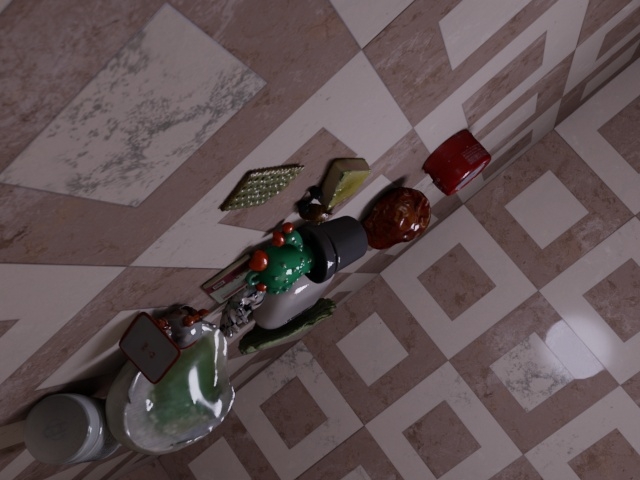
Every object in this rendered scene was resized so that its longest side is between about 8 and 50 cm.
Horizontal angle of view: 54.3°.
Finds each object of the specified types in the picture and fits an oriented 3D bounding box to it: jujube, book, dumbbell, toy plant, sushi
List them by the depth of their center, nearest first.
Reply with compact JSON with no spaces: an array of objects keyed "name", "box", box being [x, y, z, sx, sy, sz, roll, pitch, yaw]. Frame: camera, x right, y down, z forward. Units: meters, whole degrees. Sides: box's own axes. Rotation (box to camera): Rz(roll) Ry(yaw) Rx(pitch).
[{"name":"dumbbell","box":[-0.029,-0.111,1.713,0.083,0.036,0.040,-46,164,32]},{"name":"sushi","box":[-0.014,-0.077,1.765,0.060,0.118,0.062,12,97,-42]},{"name":"book","box":[-0.265,0.119,1.892,0.162,0.022,0.232,-35,167,-7]},{"name":"toy plant","box":[-0.052,0.055,1.902,0.400,0.186,0.279,-22,169,-34]},{"name":"jujube","box":[0.269,-0.068,2.337,0.216,0.216,0.342,-31,177,-28]}]

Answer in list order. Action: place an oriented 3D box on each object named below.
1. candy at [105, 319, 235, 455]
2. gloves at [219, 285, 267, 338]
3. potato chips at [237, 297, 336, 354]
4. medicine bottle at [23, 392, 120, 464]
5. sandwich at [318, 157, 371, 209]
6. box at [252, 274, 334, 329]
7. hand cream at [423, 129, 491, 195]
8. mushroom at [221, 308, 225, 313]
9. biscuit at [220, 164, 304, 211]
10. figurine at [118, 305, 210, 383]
[{"name":"candy","box":[-0.457,0.453,1.895,0.186,0.387,0.426,3,-162,40]},{"name":"gloves","box":[-0.266,0.220,2.055,0.212,0.111,0.127,-40,-169,-4]},{"name":"potato chips","box":[-0.144,0.323,2.464,0.429,0.070,0.358,-28,-166,-20]},{"name":"medicine bottle","box":[-0.699,0.544,1.801,0.189,0.190,0.332,-35,166,-11]},{"name":"sandwich","box":[0.080,-0.182,1.730,0.162,0.058,0.193,-33,164,-27]},{"name":"box","box":[-0.098,0.185,2.290,0.288,0.141,0.349,-30,165,-33]},{"name":"hand cream","box":[0.508,-0.285,2.308,0.230,0.149,0.230,-39,167,-11]},{"name":"mushroom","box":[-0.302,0.221,2.140,0.101,0.019,0.049,-44,166,15]},{"name":"biscuit","box":[-0.135,-0.121,1.447,0.144,0.016,0.203,-46,164,30]},{"name":"figurine","box":[-0.404,0.251,1.744,0.183,0.160,0.226,-47,173,35]}]
